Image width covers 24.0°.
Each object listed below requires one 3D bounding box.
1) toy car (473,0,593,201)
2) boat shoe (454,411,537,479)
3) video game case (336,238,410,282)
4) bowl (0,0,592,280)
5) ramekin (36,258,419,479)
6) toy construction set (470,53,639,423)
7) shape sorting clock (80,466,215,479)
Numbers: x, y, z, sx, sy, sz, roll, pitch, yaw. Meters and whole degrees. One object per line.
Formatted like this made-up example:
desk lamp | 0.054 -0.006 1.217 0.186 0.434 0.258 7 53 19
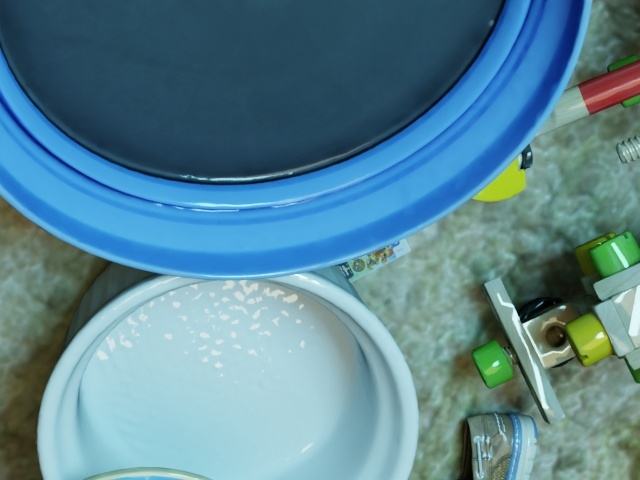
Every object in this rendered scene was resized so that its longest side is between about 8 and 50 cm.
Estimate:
toy car | 0.099 -0.170 1.131 0.225 0.053 0.239 23 103 -17
boat shoe | 0.130 0.230 1.277 0.066 0.066 0.183 9 97 -9
video game case | 0.000 0.000 1.193 0.122 0.011 0.087 -28 112 0
bowl | -0.032 -0.137 0.914 0.391 0.077 0.391 -8 135 -8
ramekin | -0.073 0.120 1.146 0.277 0.135 0.277 -3 112 -7
toy construction set | 0.211 0.023 1.127 0.237 0.257 0.308 -21 113 7
shape sorting clock | -0.127 0.254 1.098 0.206 0.040 0.206 -3 112 -6
